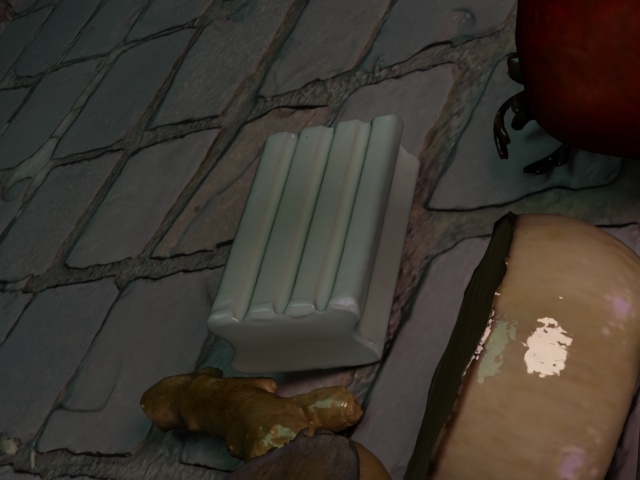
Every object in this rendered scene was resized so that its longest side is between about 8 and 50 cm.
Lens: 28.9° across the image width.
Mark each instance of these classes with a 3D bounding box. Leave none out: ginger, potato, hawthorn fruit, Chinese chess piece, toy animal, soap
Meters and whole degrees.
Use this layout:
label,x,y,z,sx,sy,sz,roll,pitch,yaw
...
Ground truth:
label,x,y,z,sx,sy,sz,roll,pitch,yaw
ginger,-0.084,0.171,1.192,0.118,0.065,0.299,-41,26,-30
potato,-0.009,0.230,0.996,0.243,0.098,0.138,-5,45,58
hawthorn fruit,0.273,-0.179,0.983,0.307,0.265,0.265,-23,36,40
Chinese chess piece,0.131,0.107,0.838,0.257,0.104,0.257,21,-90,-86
toy animal,0.262,-0.200,1.190,0.243,0.087,0.260,-33,29,26
soap,0.000,0.000,1.241,0.160,0.087,0.265,-9,43,23

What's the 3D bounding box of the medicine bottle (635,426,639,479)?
label,x,y,z,sx,sy,sz,roll,pitch,yaw
medicine bottle,0.257,0.176,0.607,0.212,0.212,0.325,-21,39,37
